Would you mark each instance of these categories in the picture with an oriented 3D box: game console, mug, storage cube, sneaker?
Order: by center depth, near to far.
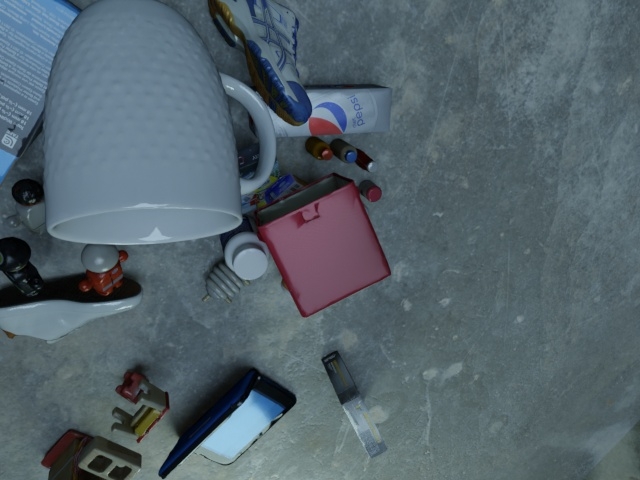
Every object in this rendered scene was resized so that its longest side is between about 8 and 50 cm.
[{"bbox_3d":[-0.235,-0.178,0.742,0.373,0.276,0.329,-1,80,-38],"label":"mug"},{"bbox_3d":[-0.078,-0.349,0.817,0.130,0.112,0.297,-30,87,-17],"label":"sneaker"},{"bbox_3d":[0.000,0.000,0.891,0.214,0.184,0.193,-25,106,-4],"label":"storage cube"},{"bbox_3d":[-0.517,0.146,0.965,0.289,0.106,0.123,-4,124,-8],"label":"sneaker"},{"bbox_3d":[-0.222,0.494,1.173,0.173,0.250,0.293,45,94,-2],"label":"game console"}]

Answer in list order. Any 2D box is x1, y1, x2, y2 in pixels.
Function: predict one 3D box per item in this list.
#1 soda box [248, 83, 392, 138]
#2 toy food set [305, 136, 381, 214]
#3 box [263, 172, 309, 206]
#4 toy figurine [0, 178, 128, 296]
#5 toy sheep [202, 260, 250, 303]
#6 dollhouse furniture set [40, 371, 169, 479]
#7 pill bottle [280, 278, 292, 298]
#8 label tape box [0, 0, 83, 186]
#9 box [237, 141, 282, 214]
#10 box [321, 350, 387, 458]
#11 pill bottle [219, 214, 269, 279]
[{"bbox_3d":[-0.002,-0.270,0.944,0.285,0.098,0.091,-7,115,-16],"label":"soda box"},{"bbox_3d":[0.070,-0.138,1.020,0.111,0.104,0.232,-33,119,-2],"label":"toy food set"},{"bbox_3d":[-0.061,-0.096,0.993,0.081,0.028,0.136,-40,155,17],"label":"box"},{"bbox_3d":[-0.460,-0.010,0.832,0.212,0.210,0.148,2,150,-16],"label":"toy figurine"},{"bbox_3d":[-0.215,0.094,1.041,0.132,0.091,0.091,-48,120,-15],"label":"toy sheep"},{"bbox_3d":[-0.477,0.475,1.066,0.374,0.201,0.152,-48,118,-1],"label":"dollhouse furniture set"},{"bbox_3d":[-0.004,0.032,1.062,0.121,0.121,0.216,14,108,-23],"label":"pill bottle"},{"bbox_3d":[-0.556,-0.289,0.747,0.240,0.106,0.334,32,100,-28],"label":"label tape box"},{"bbox_3d":[-0.192,-0.102,0.937,0.232,0.044,0.159,-23,155,-8],"label":"box"},{"bbox_3d":[0.089,0.440,1.238,0.056,0.183,0.231,-27,118,-5],"label":"box"},{"bbox_3d":[-0.161,0.014,0.975,0.094,0.169,0.094,-7,114,-15],"label":"pill bottle"}]
